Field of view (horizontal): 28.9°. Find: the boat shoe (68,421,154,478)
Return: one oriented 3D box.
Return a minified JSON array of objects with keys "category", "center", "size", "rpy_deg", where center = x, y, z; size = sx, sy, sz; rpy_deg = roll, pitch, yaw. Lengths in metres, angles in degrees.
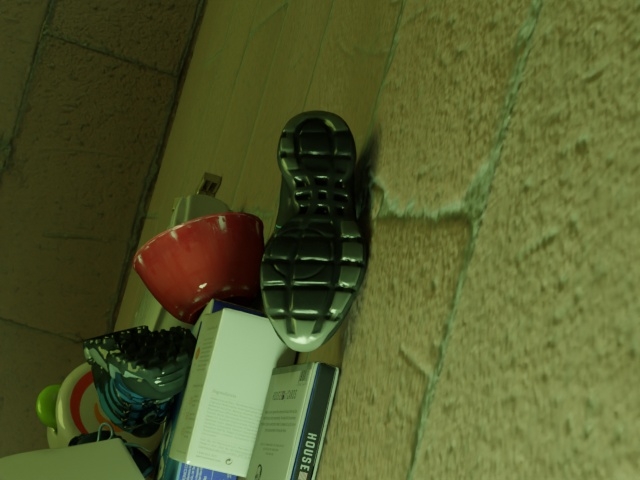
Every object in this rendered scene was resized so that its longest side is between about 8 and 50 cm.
[{"category":"boat shoe","center":[-0.297,0.299,1.642],"size":[0.109,0.089,0.258],"rpy_deg":[-40,8,-26]}]

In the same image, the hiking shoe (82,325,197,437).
[{"category":"hiking shoe","center":[-0.211,0.180,1.551],"size":[0.304,0.113,0.132],"rpy_deg":[178,78,-70]}]

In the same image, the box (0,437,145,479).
[{"category":"box","center":[-0.300,0.423,1.379],"size":[0.168,0.215,0.345],"rpy_deg":[-144,52,-58]}]

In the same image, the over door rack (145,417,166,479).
[{"category":"over door rack","center":[-0.256,0.380,1.753],"size":[0.239,0.108,0.324],"rpy_deg":[-89,20,-46]}]

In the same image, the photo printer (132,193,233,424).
[{"category":"photo printer","center":[-0.225,0.118,1.943],"size":[0.256,0.107,0.308],"rpy_deg":[-90,20,-52]}]

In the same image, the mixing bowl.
[{"category":"mixing bowl","center":[-0.144,0.049,1.619],"size":[0.098,0.181,0.181],"rpy_deg":[68,151,21]}]

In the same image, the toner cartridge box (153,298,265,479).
[{"category":"toner cartridge box","center":[-0.150,0.263,1.523],"size":[0.165,0.075,0.348],"rpy_deg":[128,155,-56]}]

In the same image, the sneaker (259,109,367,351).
[{"category":"sneaker","center":[0.000,0.000,1.233],"size":[0.106,0.101,0.267],"rpy_deg":[86,-171,-56]}]

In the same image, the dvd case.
[{"category":"dvd case","center":[-0.043,0.238,1.206],"size":[0.179,0.029,0.239],"rpy_deg":[154,132,-73]}]

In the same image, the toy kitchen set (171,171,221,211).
[{"category":"toy kitchen set","center":[-0.231,-0.076,2.293],"size":[0.075,0.068,0.083],"rpy_deg":[128,155,-58]}]

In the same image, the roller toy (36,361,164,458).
[{"category":"roller toy","center":[-0.358,0.308,2.093],"size":[0.191,0.209,0.146],"rpy_deg":[-35,-11,-34]}]

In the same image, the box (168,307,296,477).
[{"category":"box","center":[-0.095,0.169,1.369],"size":[0.130,0.091,0.171],"rpy_deg":[157,128,-74]}]
